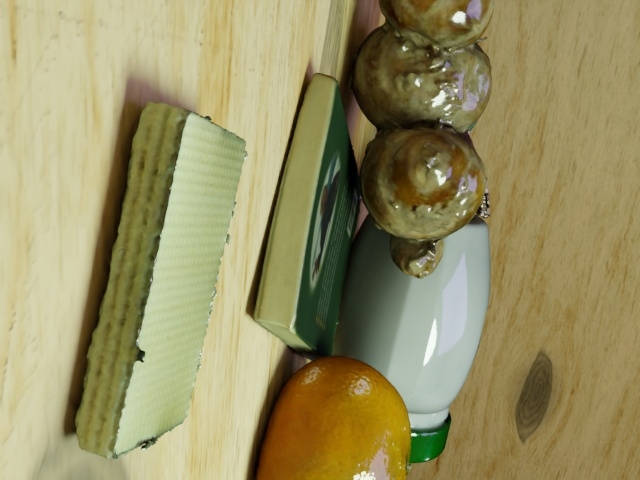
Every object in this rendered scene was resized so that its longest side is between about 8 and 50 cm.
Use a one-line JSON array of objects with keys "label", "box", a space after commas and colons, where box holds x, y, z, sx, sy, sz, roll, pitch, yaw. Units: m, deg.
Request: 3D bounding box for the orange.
[{"label": "orange", "box": [0.021, 0.258, 0.975, 0.240, 0.171, 0.240, 13, 90, -78]}]

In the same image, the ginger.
[{"label": "ginger", "box": [0.121, -0.140, 0.988, 0.256, 0.176, 0.375, -118, -150, -84]}]

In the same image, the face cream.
[{"label": "face cream", "box": [0.123, 0.122, 1.218, 0.312, 0.219, 0.357, -74, 177, -78]}]

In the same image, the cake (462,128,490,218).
[{"label": "cake", "box": [0.178, -0.159, 1.257, 0.116, 0.112, 0.295, 63, 2, -59]}]

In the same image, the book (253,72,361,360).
[{"label": "book", "box": [0.000, 0.000, 0.961, 0.371, 0.043, 0.260, 64, 37, -74]}]

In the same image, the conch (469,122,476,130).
[{"label": "conch", "box": [0.245, -0.283, 1.658, 0.134, 0.196, 0.202, 24, 52, -66]}]

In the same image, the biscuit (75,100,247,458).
[{"label": "biscuit", "box": [-0.095, 0.024, 0.500, 0.121, 0.040, 0.199, 5, 97, -81]}]
